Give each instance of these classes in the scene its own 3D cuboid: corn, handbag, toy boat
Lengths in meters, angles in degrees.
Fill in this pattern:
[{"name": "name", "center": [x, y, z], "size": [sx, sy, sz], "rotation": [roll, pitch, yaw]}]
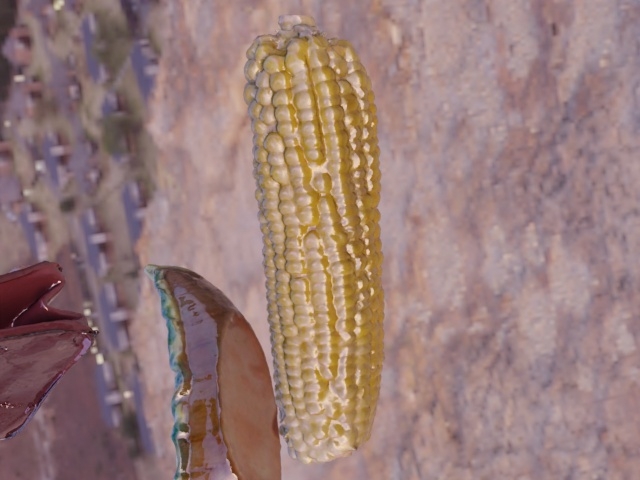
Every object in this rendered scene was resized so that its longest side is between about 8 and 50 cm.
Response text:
[{"name": "corn", "center": [0.000, 0.000, 0.810], "size": [0.086, 0.087, 0.288], "rotation": [-169, 74, -66]}, {"name": "handbag", "center": [-0.298, 0.102, 0.942], "size": [0.203, 0.216, 0.074], "rotation": [-51, 60, 44]}, {"name": "toy boat", "center": [-0.095, 0.118, 1.082], "size": [0.099, 0.108, 0.292], "rotation": [-36, 52, 27]}]
